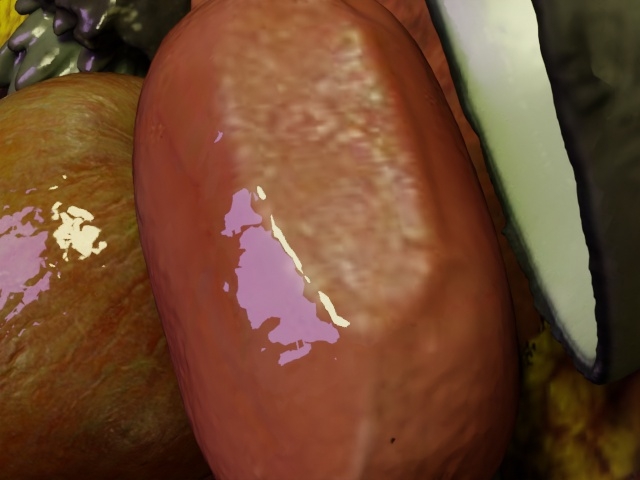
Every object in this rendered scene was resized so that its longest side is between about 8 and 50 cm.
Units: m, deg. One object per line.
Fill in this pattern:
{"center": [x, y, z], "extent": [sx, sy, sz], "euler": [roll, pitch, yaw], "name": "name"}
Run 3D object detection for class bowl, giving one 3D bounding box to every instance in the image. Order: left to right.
{"center": [0.122, -0.145, 0.560], "extent": [0.185, 0.354, 0.354], "euler": [-16, 54, 1], "name": "bowl"}

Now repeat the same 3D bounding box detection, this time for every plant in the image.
{"center": [-0.093, -0.133, 0.965], "extent": [0.194, 0.132, 0.129], "euler": [-63, 32, 8], "name": "plant"}

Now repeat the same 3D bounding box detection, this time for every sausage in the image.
{"center": [0.000, 0.000, 0.683], "extent": [0.148, 0.148, 0.254], "euler": [-46, 51, 34], "name": "sausage"}

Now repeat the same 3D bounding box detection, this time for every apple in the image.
{"center": [-0.107, 0.026, 0.848], "extent": [0.188, 0.211, 0.211], "euler": [-40, 47, 31], "name": "apple"}

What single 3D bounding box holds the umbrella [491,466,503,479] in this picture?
{"center": [0.042, 0.099, 0.738], "extent": [0.073, 0.067, 0.337], "euler": [-50, 42, 47], "name": "umbrella"}
